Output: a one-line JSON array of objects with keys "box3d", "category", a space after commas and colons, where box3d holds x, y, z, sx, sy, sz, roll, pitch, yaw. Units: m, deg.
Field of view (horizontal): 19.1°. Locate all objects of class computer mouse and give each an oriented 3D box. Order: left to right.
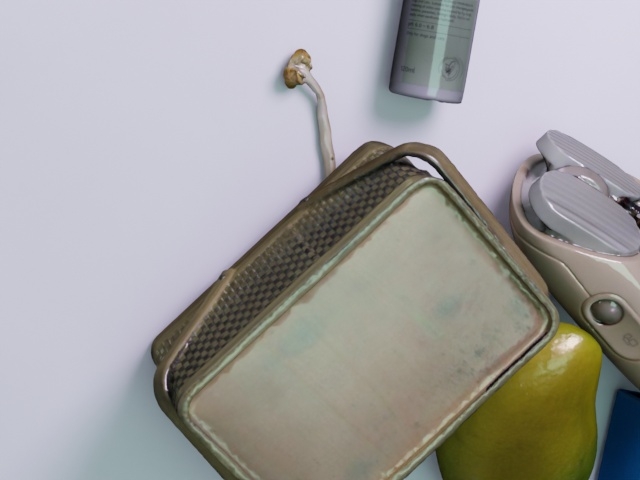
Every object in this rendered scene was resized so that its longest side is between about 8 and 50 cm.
[{"box3d": [0.232, 0.024, 1.415, 0.082, 0.145, 0.236, -32, 109, 28], "category": "computer mouse"}]

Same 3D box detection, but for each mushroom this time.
[{"box3d": [0.006, -0.001, 1.404, 0.028, 0.026, 0.286, -9, 104, 0], "category": "mushroom"}]

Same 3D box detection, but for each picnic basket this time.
[{"box3d": [0.020, 0.067, 1.336, 0.266, 0.139, 0.165, -43, 108, 0], "category": "picnic basket"}]

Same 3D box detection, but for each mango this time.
[{"box3d": [0.146, 0.137, 1.415, 0.122, 0.085, 0.191, -1, 126, 4], "category": "mango"}]

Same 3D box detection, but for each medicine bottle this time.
[{"box3d": [0.093, -0.201, 1.376, 0.057, 0.057, 0.199, 8, 97, -19], "category": "medicine bottle"}]

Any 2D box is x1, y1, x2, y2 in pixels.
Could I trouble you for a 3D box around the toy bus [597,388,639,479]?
[{"box3d": [0.265, 0.216, 1.487, 0.106, 0.090, 0.185, 11, 94, -18], "category": "toy bus"}]
